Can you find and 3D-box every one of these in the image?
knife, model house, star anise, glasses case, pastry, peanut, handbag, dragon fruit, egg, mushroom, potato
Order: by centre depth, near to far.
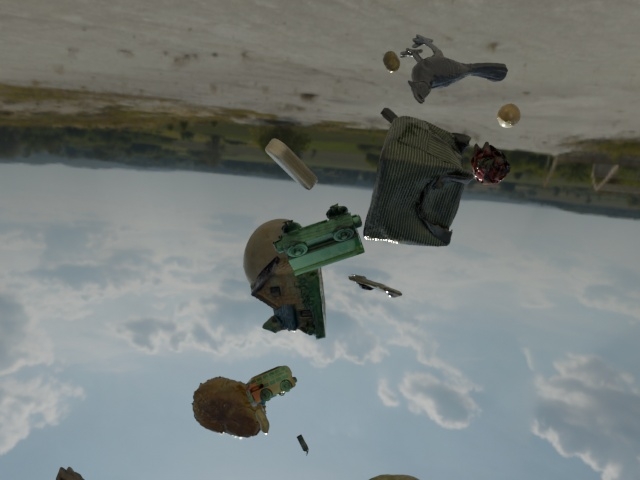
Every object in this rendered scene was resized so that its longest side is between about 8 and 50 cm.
[{"bbox_3d":[-0.627,0.666,1.361,0.073,0.197,0.212,-20,-170,-18],"label":"star anise"},{"bbox_3d":[0.263,-0.145,1.439,0.240,0.341,0.247,12,-140,6],"label":"handbag"},{"bbox_3d":[0.204,-0.521,1.549,0.045,0.046,0.092,-18,-138,8],"label":"potato"},{"bbox_3d":[-0.083,-0.222,1.576,0.196,0.050,0.083,42,174,-41],"label":"glasses case"},{"bbox_3d":[0.595,-0.396,1.690,0.071,0.071,0.083,9,170,26],"label":"egg"},{"bbox_3d":[0.551,-0.243,1.728,0.130,0.121,0.142,-6,158,29],"label":"dragon fruit"},{"bbox_3d":[-0.192,0.603,1.783,0.037,0.083,0.037,-18,166,-5],"label":"peanut"},{"bbox_3d":[0.181,0.159,1.831,0.089,0.043,0.365,10,180,-16],"label":"knife"},{"bbox_3d":[-0.127,0.227,2.072,0.280,0.312,0.245,-6,-160,3],"label":"model house"},{"bbox_3d":[-0.358,0.665,2.151,0.310,0.255,0.162,9,-152,13],"label":"pastry"},{"bbox_3d":[-0.163,0.088,2.347,0.362,0.362,0.294,12,180,40],"label":"mushroom"}]

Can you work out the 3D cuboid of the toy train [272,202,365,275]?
[{"bbox_3d":[0.000,0.000,1.781,0.300,0.120,0.202,-19,147,3],"label":"toy train"}]

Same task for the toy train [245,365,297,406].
[{"bbox_3d":[-0.175,0.515,1.900,0.188,0.099,0.072,-18,158,-31],"label":"toy train"}]

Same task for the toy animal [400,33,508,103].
[{"bbox_3d":[0.300,-0.442,1.366,0.367,0.081,0.206,-25,-117,-35],"label":"toy animal"}]

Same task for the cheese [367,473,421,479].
[{"bbox_3d":[0.179,0.779,1.455,0.326,0.115,0.318,-5,-159,39],"label":"cheese"}]

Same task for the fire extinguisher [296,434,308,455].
[{"bbox_3d":[-0.069,0.847,2.218,0.025,0.083,0.038,-31,172,30],"label":"fire extinguisher"}]

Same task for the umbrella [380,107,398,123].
[{"bbox_3d":[0.329,-0.345,1.845,0.340,0.118,0.118,48,-153,24],"label":"umbrella"}]
